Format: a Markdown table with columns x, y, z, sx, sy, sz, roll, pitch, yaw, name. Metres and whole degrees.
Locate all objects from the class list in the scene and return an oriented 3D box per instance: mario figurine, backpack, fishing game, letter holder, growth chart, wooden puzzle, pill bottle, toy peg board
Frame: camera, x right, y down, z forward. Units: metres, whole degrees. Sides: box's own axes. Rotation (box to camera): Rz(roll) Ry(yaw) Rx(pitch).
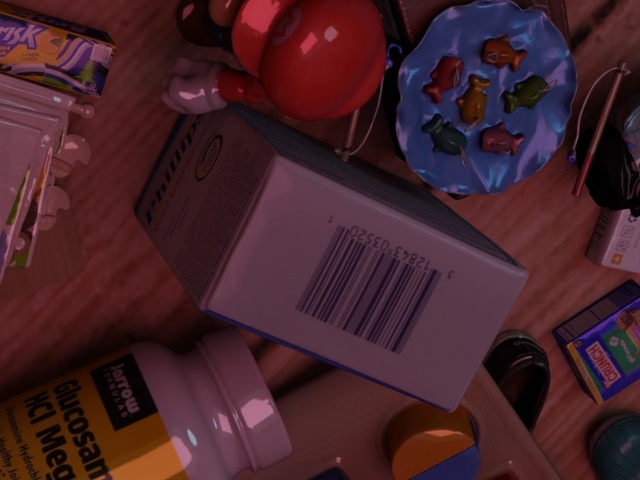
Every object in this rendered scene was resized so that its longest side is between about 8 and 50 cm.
| x | y | z | sx | sy | sz | roll | pitch | yaw | name |
| --- | --- | --- | --- | --- | --- | --- | --- | --- | --- |
| -0.061 | -0.204 | 1.362 | 0.170 | 0.320 | 0.198 | -16 | 113 | -12 | mario figurine |
| 0.351 | -0.102 | 1.587 | 0.182 | 0.152 | 0.115 | -24 | 101 | -2 | backpack |
| 0.154 | -0.125 | 1.448 | 0.264 | 0.041 | 0.189 | 11 | 106 | -24 | fishing game |
| 0.152 | -0.230 | 1.516 | 0.214 | 0.152 | 0.301 | -24 | 114 | -10 | letter holder |
| -0.306 | -0.040 | 1.436 | 0.172 | 0.021 | 0.237 | 26 | 89 | -36 | growth chart |
| 0.081 | 0.287 | 1.676 | 0.322 | 0.080 | 0.348 | -29 | 115 | 13 | wooden puzzle |
| -0.205 | 0.211 | 1.541 | 0.334 | 0.188 | 0.188 | -25 | 115 | -8 | pill bottle |
| -0.321 | -0.026 | 1.492 | 0.161 | 0.079 | 0.161 | -22 | 115 | -26 | toy peg board |

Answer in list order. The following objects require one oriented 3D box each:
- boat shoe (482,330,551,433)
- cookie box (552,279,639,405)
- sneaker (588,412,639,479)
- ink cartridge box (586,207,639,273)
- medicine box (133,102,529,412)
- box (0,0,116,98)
| x | y | z | sx | sy | sz | roll | pitch | yaw | name |
| --- | --- | --- | --- | --- | --- | --- | --- | --- | --- |
| 0.179 | 0.213 | 1.725 | 0.084 | 0.079 | 0.233 | 17 | 105 | -24 | boat shoe |
| 0.320 | 0.111 | 1.751 | 0.107 | 0.040 | 0.092 | -33 | 116 | -3 | cookie box |
| 0.420 | 0.311 | 1.811 | 0.108 | 0.121 | 0.302 | -44 | 115 | 1 | sneaker |
| 0.411 | -0.051 | 1.717 | 0.208 | 0.045 | 0.206 | 13 | 105 | -18 | ink cartridge box |
| 0.000 | 0.000 | 1.472 | 0.263 | 0.289 | 0.149 | 24 | 98 | -23 | medicine box |
| -0.273 | -0.180 | 1.448 | 0.169 | 0.059 | 0.054 | 15 | 105 | -22 | box |
